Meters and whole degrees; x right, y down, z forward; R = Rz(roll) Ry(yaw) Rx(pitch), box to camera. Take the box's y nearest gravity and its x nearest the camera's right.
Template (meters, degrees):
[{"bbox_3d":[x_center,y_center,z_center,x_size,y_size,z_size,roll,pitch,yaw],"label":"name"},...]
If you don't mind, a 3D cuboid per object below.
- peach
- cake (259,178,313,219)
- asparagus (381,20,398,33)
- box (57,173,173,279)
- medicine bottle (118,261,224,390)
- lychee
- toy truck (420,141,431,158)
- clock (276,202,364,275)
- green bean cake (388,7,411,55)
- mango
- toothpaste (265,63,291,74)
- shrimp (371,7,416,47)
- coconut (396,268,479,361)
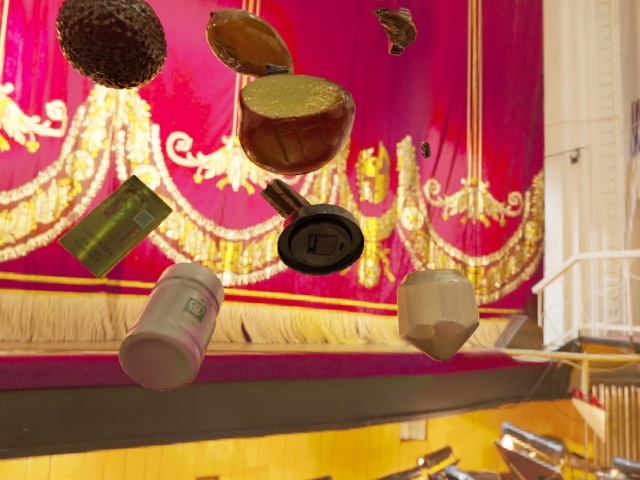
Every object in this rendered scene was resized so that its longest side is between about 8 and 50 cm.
[{"bbox_3d":[-0.050,-0.273,1.242,0.274,0.249,0.245,-3,-22,14],"label":"peach"},{"bbox_3d":[-0.112,-0.125,2.061,0.112,0.135,0.246,-42,-54,15],"label":"cake"},{"bbox_3d":[0.167,-0.519,1.279,0.016,0.013,0.166,26,23,-18],"label":"asparagus"},{"bbox_3d":[-0.635,-0.046,1.647,0.173,0.311,0.043,42,-20,0],"label":"box"},{"bbox_3d":[-0.401,0.231,1.465,0.211,0.212,0.326,2,29,2],"label":"medicine bottle"},{"bbox_3d":[-0.522,-0.507,1.327,0.260,0.261,0.260,2,-7,0],"label":"lychee"},{"bbox_3d":[0.369,-0.317,1.839,0.031,0.024,0.083,25,-19,30],"label":"toy truck"},{"bbox_3d":[-0.001,0.001,1.845,0.312,0.062,0.313,-3,-46,-3],"label":"clock"},{"bbox_3d":[0.297,-0.782,1.975,0.056,0.135,0.136,8,-35,-9],"label":"green bean cake"},{"bbox_3d":[-0.218,-0.626,1.720,0.359,0.187,0.144,18,19,-43],"label":"mango"},{"bbox_3d":[-0.107,-0.432,1.332,0.019,0.027,0.083,4,14,42],"label":"toothpaste"},{"bbox_3d":[0.250,-0.744,1.823,0.042,0.190,0.101,-35,-18,-49],"label":"shrimp"},{"bbox_3d":[0.340,0.216,1.532,0.237,0.266,0.237,1,-11,0],"label":"coconut"}]
